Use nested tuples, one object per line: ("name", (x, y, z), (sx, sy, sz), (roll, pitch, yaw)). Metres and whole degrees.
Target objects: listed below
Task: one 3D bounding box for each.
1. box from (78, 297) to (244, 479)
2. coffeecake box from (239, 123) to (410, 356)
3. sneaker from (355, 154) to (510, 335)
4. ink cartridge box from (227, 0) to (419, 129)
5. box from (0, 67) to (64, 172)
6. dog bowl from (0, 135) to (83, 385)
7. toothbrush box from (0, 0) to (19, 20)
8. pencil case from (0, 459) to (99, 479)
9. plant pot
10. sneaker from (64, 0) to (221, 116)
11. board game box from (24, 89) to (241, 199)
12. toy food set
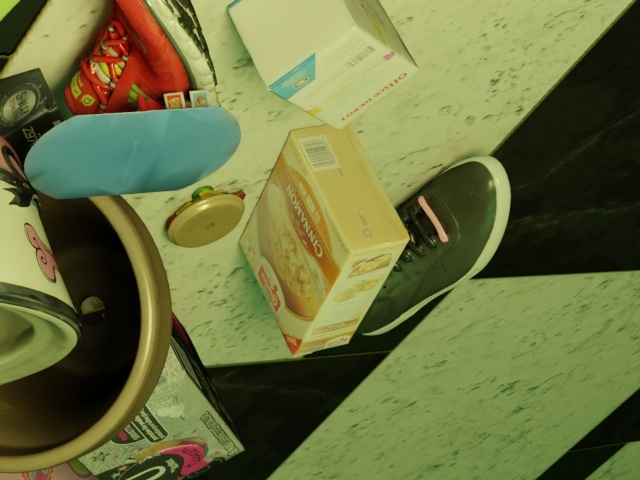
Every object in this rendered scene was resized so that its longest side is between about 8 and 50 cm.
("box", (-0.193, 0.143, 1.897), (0.142, 0.163, 0.247), (-29, 154, -1))
("coffeecake box", (0.000, 0.000, 1.841), (0.068, 0.142, 0.185), (-12, 150, -28))
("sneaker", (0.071, 0.018, 1.983), (0.147, 0.104, 0.296), (-8, 153, -44))
("ink cartridge box", (0.007, -0.164, 1.603), (0.092, 0.090, 0.143), (-35, 155, 16))
("box", (-0.238, -0.090, 1.513), (0.067, 0.083, 0.018), (-18, 154, -17))
("dog bowl", (-0.382, 0.020, 1.384), (0.408, 0.150, 0.408), (-7, 166, -2))
("toothbrush box", (-0.310, -0.212, 1.172), (0.206, 0.122, 0.283), (-40, 152, 28))
("pencil case", (-0.356, 0.250, 2.005), (0.124, 0.124, 0.284), (-42, 150, 28))
("plant pot", (-0.235, 0.060, 1.658), (0.263, 0.263, 0.229), (-32, 173, 9))
("sneaker", (-0.146, -0.133, 1.505), (0.118, 0.107, 0.279), (-19, 153, -4))
("board game box", (-0.147, -0.080, 1.481), (0.168, 0.033, 0.133), (-5, 155, -18))
("toy food set", (-0.109, -0.022, 1.838), (0.082, 0.020, 0.083), (-38, 152, 22))
